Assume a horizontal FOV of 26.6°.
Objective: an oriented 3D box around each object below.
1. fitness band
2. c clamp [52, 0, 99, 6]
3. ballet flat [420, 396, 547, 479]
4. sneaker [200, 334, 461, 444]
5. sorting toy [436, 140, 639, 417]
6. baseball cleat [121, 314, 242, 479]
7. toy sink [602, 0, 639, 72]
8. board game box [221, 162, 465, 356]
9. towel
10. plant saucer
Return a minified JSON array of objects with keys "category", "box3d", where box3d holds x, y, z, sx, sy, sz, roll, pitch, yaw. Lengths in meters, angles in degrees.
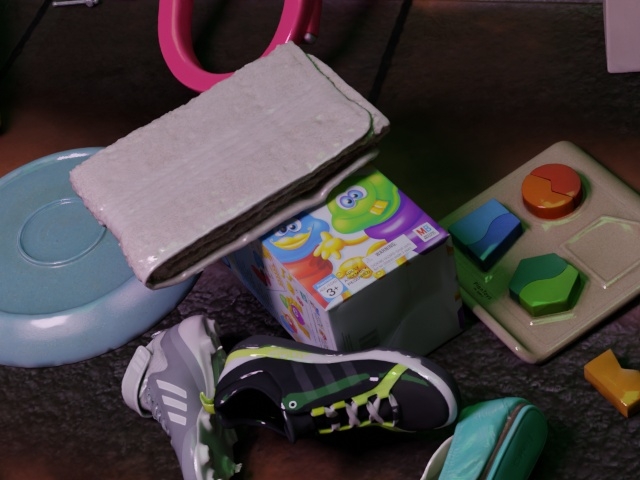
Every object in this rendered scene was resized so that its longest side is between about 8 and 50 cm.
[{"category":"fitness band","box3d":[-0.095,-0.311,1.623,0.209,0.054,0.291,0,80,30]},{"category":"c clamp","box3d":[-0.274,-0.371,1.842,0.137,0.022,0.161,7,50,20]},{"category":"ballet flat","box3d":[0.113,0.236,1.146,0.087,0.083,0.247,-6,40,42]},{"category":"sneaker","box3d":[0.007,0.150,1.197,0.234,0.084,0.097,3,39,24]},{"category":"sorting toy","box3d":[0.255,0.026,1.323,0.229,0.041,0.307,-30,48,-15]},{"category":"baseball cleat","box3d":[-0.134,0.166,1.280,0.109,0.072,0.206,-21,42,16]},{"category":"toy sink","box3d":[0.385,-0.317,1.483,0.152,0.234,0.131,-4,47,12]},{"category":"board game box","box3d":[0.000,0.000,1.339,0.142,0.144,0.275,-32,49,-16]},{"category":"towel","box3d":[-0.087,-0.078,1.301,0.282,0.049,0.187,-31,47,-13]},{"category":"plant saucer","box3d":[-0.277,0.001,1.478,0.317,0.044,0.318,-6,46,7]}]
